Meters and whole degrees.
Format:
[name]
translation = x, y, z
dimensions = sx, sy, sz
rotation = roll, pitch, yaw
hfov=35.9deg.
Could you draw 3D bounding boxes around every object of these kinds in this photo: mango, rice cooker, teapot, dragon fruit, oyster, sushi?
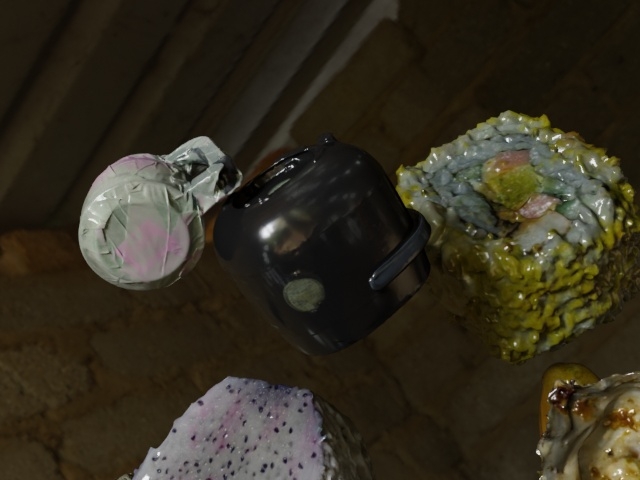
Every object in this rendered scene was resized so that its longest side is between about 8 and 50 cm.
[mango]
translation = 0.418, 0.305, 1.592
dimensions = 0.136, 0.236, 0.166
rotation = -16, 16, -10
[rice cooker]
translation = 0.000, 0.000, 1.296
dimensions = 0.267, 0.224, 0.267
rotation = -31, 16, 10
[teapot]
translation = -0.228, -0.062, 1.331
dimensions = 0.163, 0.178, 0.221
rotation = 25, -69, -23
[dragon fruit]
translation = -0.036, 0.282, 1.046
dimensions = 0.204, 0.283, 0.221
rotation = 40, -111, -39
[oyster]
translation = 0.354, 0.312, 1.127
dimensions = 0.198, 0.336, 0.133
rotation = -1, -1, 29
[sushi]
translation = 0.308, -0.007, 1.580
dimensions = 0.352, 0.396, 0.240
rotation = -24, -53, -12

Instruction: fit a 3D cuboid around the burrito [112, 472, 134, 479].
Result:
[burrito]
translation = -0.342, 0.436, 1.580
dimensions = 0.058, 0.063, 0.229
rotation = -56, -9, 33
